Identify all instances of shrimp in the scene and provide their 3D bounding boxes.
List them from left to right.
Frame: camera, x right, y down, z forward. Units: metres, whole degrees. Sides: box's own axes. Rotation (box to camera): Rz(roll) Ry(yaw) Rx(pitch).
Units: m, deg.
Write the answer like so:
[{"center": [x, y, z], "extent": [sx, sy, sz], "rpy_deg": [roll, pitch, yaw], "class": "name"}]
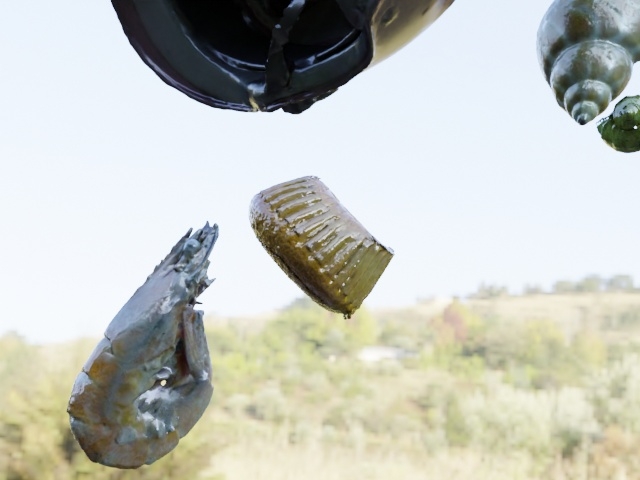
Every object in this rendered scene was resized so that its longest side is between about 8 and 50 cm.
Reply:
[{"center": [-0.180, 0.129, 1.578], "extent": [0.164, 0.317, 0.062], "rpy_deg": [35, -12, -32], "class": "shrimp"}]

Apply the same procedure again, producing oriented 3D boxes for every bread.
[{"center": [-0.004, 0.001, 2.002], "extent": [0.240, 0.139, 0.240], "rpy_deg": [44, 5, -5], "class": "bread"}]

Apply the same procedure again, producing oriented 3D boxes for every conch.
[{"center": [0.283, -0.209, 1.399], "extent": [0.116, 0.173, 0.106], "rpy_deg": [27, 7, 29], "class": "conch"}, {"center": [0.430, -0.159, 1.844], "extent": [0.089, 0.074, 0.121], "rpy_deg": [-2, -14, 20], "class": "conch"}]

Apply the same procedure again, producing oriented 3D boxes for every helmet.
[{"center": [-0.006, -0.254, 1.035], "extent": [0.197, 0.271, 0.338], "rpy_deg": [-27, 0, -38], "class": "helmet"}]
